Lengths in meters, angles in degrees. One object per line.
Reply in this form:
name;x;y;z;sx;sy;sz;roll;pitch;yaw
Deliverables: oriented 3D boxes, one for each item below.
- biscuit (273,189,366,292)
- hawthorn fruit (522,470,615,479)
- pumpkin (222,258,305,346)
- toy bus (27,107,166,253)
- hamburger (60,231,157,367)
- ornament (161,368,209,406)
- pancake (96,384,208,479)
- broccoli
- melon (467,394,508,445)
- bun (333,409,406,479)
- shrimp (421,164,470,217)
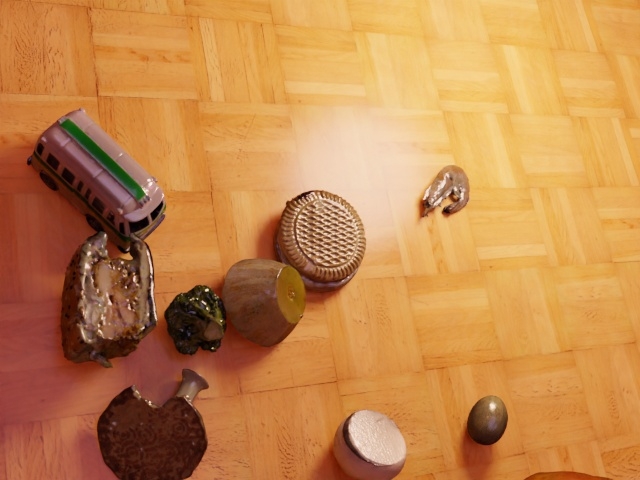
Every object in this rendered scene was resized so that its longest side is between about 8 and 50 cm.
biscuit;0.000;0.000;1.919;0.259;0.079;0.259;8;68;-21
hawthorn fruit;0.581;0.743;1.713;0.471;0.472;0.472;9;68;-22
pumpkin;-0.111;0.129;1.777;0.217;0.110;0.217;34;43;-38
toy bus;-0.480;-0.135;1.691;0.305;0.179;0.143;45;59;-4
hamburger;-0.451;0.138;1.607;0.167;0.192;0.288;10;55;-31
ornament;-0.304;0.360;1.645;0.075;0.081;0.156;48;52;-25
pancake;-0.348;0.405;1.575;0.235;0.029;0.212;16;93;5
broccoli;-0.269;0.181;1.704;0.146;0.138;0.162;-30;123;-26
melon;0.422;0.453;1.934;0.098;0.098;0.131;34;57;-10
bun;0.106;0.487;1.760;0.172;0.120;0.173;19;33;-13
shrimp;0.356;-0.123;2.154;0.126;0.047;0.223;49;57;-13
